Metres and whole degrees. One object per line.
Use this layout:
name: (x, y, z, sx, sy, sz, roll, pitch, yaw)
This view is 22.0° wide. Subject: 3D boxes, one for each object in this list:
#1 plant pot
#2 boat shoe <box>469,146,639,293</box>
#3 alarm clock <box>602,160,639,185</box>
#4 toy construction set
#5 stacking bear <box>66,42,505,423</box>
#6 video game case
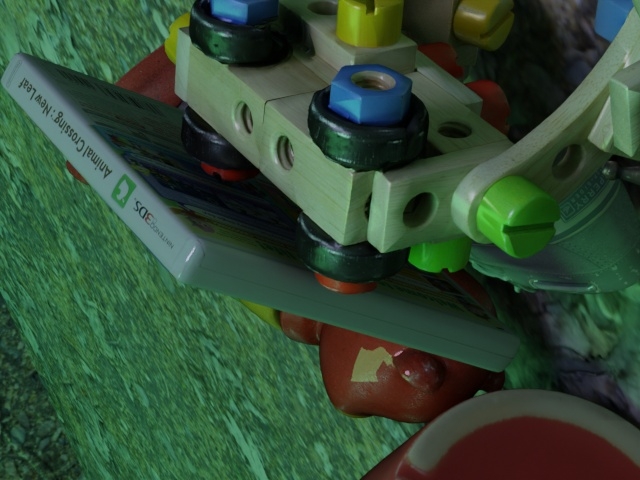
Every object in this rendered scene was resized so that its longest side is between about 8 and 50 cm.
plant pot: (0.106, 0.230, 1.013, 0.275, 0.275, 0.243, 53, 151, 21)
boat shoe: (0.108, -0.005, 0.897, 0.081, 0.079, 0.227, 52, 169, -13)
alarm clock: (0.209, 0.007, 0.613, 0.192, 0.064, 0.129, 33, 135, -22)
toy construction set: (0.056, -0.080, 0.745, 0.327, 0.215, 0.151, 25, 123, 54)
stacking bear: (0.000, 0.000, 1.056, 0.289, 0.164, 0.175, 49, -164, 27)
video game case: (-0.029, -0.013, 0.797, 0.212, 0.023, 0.193, 18, -163, -42)
